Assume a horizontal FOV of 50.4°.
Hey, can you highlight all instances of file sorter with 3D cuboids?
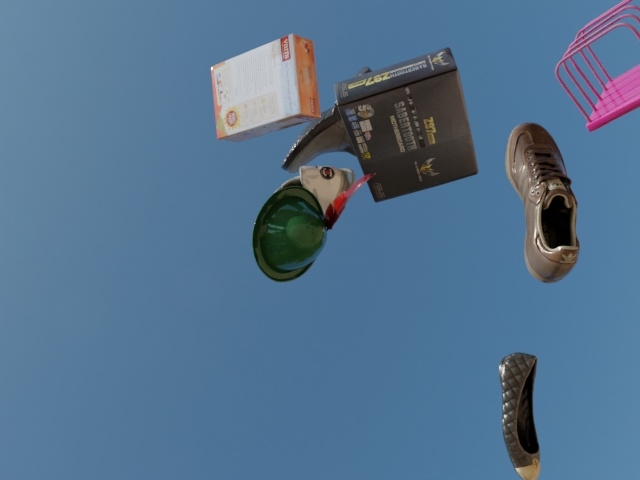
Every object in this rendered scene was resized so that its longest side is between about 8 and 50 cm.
[{"bbox_3d":[0.685,-0.421,1.551,0.182,0.202,0.291,52,-136,-9],"label":"file sorter"}]

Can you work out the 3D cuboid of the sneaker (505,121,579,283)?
[{"bbox_3d":[0.245,-0.052,0.719,0.066,0.071,0.189,-2,-112,-6],"label":"sneaker"}]

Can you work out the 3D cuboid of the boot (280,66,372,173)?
[{"bbox_3d":[0.078,-0.213,1.574,0.222,0.338,0.118,40,-143,-14],"label":"boot"}]

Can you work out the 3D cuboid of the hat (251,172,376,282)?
[{"bbox_3d":[0.000,0.000,1.171,0.173,0.183,0.209,-42,-50,-27],"label":"hat"}]

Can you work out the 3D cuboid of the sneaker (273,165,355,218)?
[{"bbox_3d":[-0.057,-0.067,1.565,0.146,0.330,0.123,12,-130,-21],"label":"sneaker"}]

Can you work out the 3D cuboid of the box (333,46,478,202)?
[{"bbox_3d":[0.141,-0.173,1.075,0.183,0.059,0.233,-16,-40,9],"label":"box"}]

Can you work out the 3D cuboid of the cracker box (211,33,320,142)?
[{"bbox_3d":[-0.112,-0.297,1.354,0.067,0.232,0.156,0,-96,-51],"label":"cracker box"}]

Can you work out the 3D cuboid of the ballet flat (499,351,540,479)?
[{"bbox_3d":[0.277,0.240,0.924,0.057,0.049,0.173,2,-101,-46],"label":"ballet flat"}]
